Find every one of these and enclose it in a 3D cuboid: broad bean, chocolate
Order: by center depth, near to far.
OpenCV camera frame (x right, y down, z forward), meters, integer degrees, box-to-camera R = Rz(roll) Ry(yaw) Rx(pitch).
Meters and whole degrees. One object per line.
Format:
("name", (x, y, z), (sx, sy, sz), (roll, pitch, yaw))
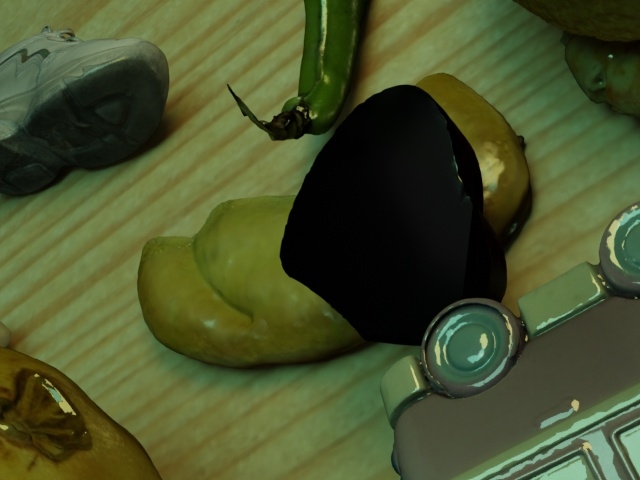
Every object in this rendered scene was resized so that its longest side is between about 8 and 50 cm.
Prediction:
("chocolate", (0.048, 0.003, 0.577), (0.125, 0.080, 0.149), (-30, 62, 29))
("broad bean", (0.004, -0.190, 0.758), (0.055, 0.098, 0.318), (-7, 48, 23))

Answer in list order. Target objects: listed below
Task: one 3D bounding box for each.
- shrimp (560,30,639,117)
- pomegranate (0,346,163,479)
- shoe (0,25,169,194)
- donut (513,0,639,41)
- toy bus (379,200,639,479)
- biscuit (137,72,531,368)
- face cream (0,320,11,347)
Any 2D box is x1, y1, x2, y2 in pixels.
("shrimp", (0.259, -0.107, 0.556), (0.154, 0.062, 0.294), (-48, 46, -6))
("pomegranate", (-0.229, 0.215, 0.549), (0.332, 0.332, 0.333), (-17, 56, 27))
("shoe", (-0.222, -0.134, 0.891), (0.245, 0.095, 0.138), (-20, 57, 34))
("donut", (0.206, -0.231, 0.598), (0.302, 0.110, 0.303), (-21, 40, 19))
("toy bus", (0.141, 0.088, 0.470), (0.202, 0.142, 0.142), (-31, 50, 16))
("biscuit", (0.000, 0.004, 0.686), (0.299, 0.045, 0.154), (-29, 52, 20))
("face cream", (-0.332, 0.173, 0.802), (0.082, 0.082, 0.269), (21, 77, 41))
